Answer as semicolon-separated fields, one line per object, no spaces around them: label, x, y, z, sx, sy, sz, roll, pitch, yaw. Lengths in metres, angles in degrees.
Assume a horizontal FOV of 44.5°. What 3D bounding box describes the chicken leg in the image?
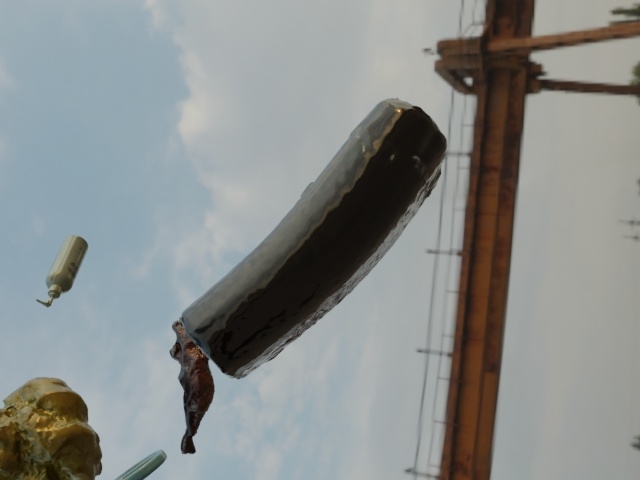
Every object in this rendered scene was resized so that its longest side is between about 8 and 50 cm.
chicken leg;-0.200;0.221;1.232;0.048;0.089;0.219;2;-110;-40

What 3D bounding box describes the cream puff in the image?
cream puff;-0.454;0.312;1.219;0.194;0.221;0.195;5;-98;-41

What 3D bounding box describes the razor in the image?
razor;0.002;0.004;0.827;0.327;0.107;0.189;-47;-10;-3

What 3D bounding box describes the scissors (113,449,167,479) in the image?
scissors;-0.508;0.568;1.590;0.447;0.192;0.029;-33;-92;-14

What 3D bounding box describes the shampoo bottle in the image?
shampoo bottle;-0.518;0.068;1.572;0.195;0.056;0.056;-89;-15;-52
